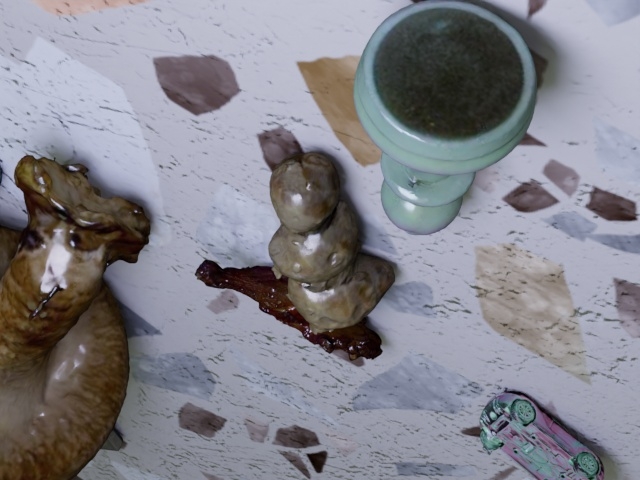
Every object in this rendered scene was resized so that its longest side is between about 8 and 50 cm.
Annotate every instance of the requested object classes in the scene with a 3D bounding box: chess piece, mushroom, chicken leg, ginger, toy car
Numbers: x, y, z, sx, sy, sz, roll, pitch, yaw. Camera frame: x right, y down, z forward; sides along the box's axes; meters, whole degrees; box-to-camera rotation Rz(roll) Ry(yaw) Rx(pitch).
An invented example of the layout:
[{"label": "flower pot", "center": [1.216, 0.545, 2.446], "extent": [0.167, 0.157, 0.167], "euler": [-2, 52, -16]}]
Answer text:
[{"label": "chess piece", "center": [0.089, -0.069, 1.299], "extent": [0.139, 0.139, 0.271], "euler": [22, 155, 7]}, {"label": "mushroom", "center": [-0.319, 0.118, 1.628], "extent": [0.356, 0.334, 0.331], "euler": [-1, 158, 32]}, {"label": "chicken leg", "center": [-0.028, 0.066, 1.573], "extent": [0.205, 0.093, 0.053], "euler": [24, 109, -5]}, {"label": "ginger", "center": [0.000, 0.000, 1.468], "extent": [0.104, 0.080, 0.204], "euler": [-20, 133, 6]}, {"label": "toy car", "center": [0.226, 0.208, 1.608], "extent": [0.142, 0.055, 0.069], "euler": [40, 136, -1]}]

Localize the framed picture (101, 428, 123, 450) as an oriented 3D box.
[{"label": "framed picture", "center": [-0.405, 0.152, 1.966], "extent": [0.232, 0.024, 0.315], "euler": [0, 136, 35]}]

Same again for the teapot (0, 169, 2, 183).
[{"label": "teapot", "center": [-0.369, -0.061, 1.649], "extent": [0.063, 0.049, 0.083], "euler": [35, 145, -12]}]
